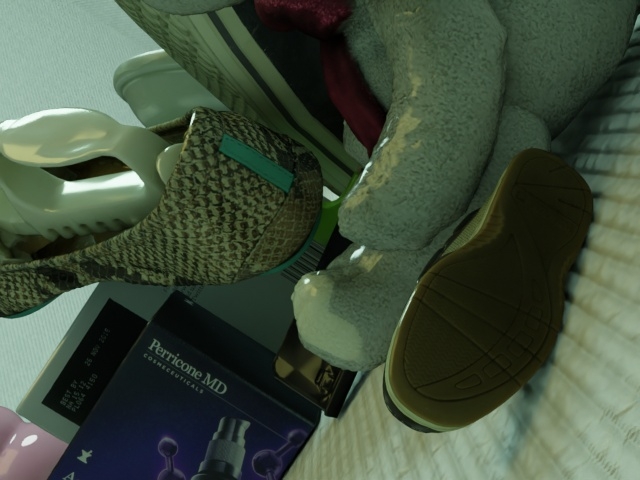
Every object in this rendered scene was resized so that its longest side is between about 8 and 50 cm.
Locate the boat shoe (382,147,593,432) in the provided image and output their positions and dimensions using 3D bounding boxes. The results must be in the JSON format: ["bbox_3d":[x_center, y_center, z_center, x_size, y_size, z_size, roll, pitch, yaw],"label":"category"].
[{"bbox_3d":[0.067,0.024,0.390,0.152,0.056,0.049,-48,-8,-39],"label":"boat shoe"}]

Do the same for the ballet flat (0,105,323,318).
[{"bbox_3d":[-0.216,-0.036,0.814,0.483,0.182,0.164,-8,57,42],"label":"ballet flat"}]

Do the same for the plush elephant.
[{"bbox_3d":[0.022,-0.143,0.496,0.330,0.255,0.272,-46,17,39],"label":"plush elephant"}]

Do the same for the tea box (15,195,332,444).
[{"bbox_3d":[-0.123,0.089,1.054,0.329,0.220,0.323,-58,4,-7],"label":"tea box"}]

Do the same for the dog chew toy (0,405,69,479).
[{"bbox_3d":[-0.367,0.339,1.314,0.206,0.332,0.206,-58,3,5],"label":"dog chew toy"}]

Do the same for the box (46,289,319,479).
[{"bbox_3d":[-0.116,0.170,0.786,0.207,0.153,0.108,-58,3,10],"label":"box"}]

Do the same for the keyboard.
[{"bbox_3d":[0.033,0.034,0.684,0.108,0.023,0.180,24,90,52],"label":"keyboard"}]

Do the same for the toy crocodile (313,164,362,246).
[{"bbox_3d":[0.103,-0.126,0.744,0.340,0.105,0.115,-56,4,21],"label":"toy crocodile"}]

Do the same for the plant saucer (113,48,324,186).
[{"bbox_3d":[-0.057,-0.134,1.201,0.400,0.400,0.100,142,134,-80],"label":"plant saucer"}]

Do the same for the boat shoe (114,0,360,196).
[{"bbox_3d":[-0.025,-0.170,0.806,0.156,0.187,0.500,-51,-36,1],"label":"boat shoe"}]
